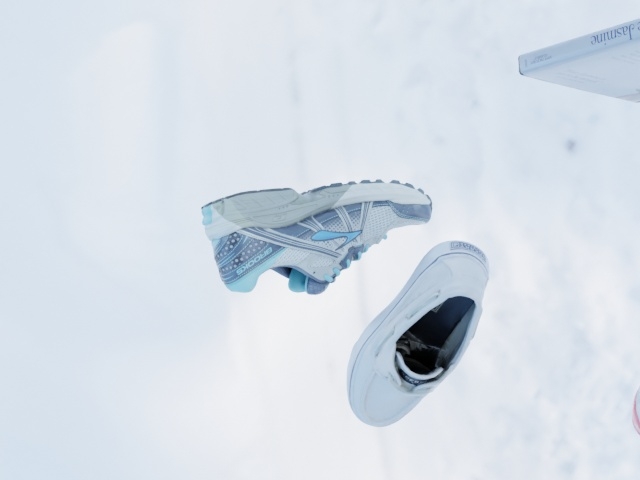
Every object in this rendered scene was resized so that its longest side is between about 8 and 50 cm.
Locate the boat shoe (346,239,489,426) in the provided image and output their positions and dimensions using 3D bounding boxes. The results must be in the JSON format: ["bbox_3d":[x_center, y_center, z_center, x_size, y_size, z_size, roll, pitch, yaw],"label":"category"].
[{"bbox_3d":[0.102,0.119,1.918,0.096,0.088,0.267,24,128,-15],"label":"boat shoe"}]

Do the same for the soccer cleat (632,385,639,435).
[{"bbox_3d":[0.367,0.086,1.671,0.083,0.248,0.095,34,157,15],"label":"soccer cleat"}]

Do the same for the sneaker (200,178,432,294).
[{"bbox_3d":[0.000,0.000,2.073,0.110,0.283,0.122,-13,85,65],"label":"sneaker"}]

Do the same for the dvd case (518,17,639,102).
[{"bbox_3d":[0.329,-0.170,1.623,0.180,0.022,0.253,8,165,-43],"label":"dvd case"}]
